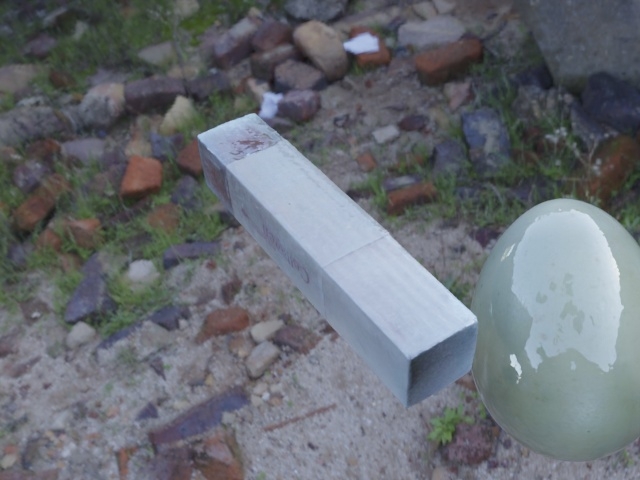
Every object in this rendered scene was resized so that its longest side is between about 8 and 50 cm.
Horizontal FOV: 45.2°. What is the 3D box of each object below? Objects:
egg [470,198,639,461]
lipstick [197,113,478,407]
[{"bbox_3d":[0.237,0.086,0.739,0.189,0.188,0.253,-5,96,11],"label":"egg"},{"bbox_3d":[0.000,0.000,0.747,0.080,0.076,0.371,-25,47,-22],"label":"lipstick"}]
